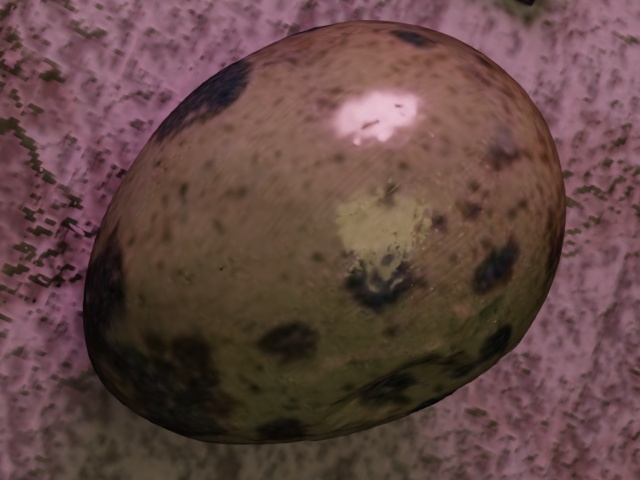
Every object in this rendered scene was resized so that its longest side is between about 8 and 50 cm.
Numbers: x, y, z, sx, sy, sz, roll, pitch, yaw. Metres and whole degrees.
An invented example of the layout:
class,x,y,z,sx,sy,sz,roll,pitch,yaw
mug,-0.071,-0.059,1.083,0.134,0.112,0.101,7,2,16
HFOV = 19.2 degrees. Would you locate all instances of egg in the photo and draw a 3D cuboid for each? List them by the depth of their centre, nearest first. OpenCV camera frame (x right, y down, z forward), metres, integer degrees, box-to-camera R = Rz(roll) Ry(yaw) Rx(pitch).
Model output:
class,x,y,z,sx,sy,sz,roll,pitch,yaw
egg,0.000,0.000,0.667,0.181,0.141,0.141,-29,103,-10

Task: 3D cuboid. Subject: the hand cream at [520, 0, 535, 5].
class,x,y,z,sx,sy,sz,roll,pitch,yaw
hand cream,0.113,-0.265,0.757,0.121,0.076,0.336,28,87,-17
